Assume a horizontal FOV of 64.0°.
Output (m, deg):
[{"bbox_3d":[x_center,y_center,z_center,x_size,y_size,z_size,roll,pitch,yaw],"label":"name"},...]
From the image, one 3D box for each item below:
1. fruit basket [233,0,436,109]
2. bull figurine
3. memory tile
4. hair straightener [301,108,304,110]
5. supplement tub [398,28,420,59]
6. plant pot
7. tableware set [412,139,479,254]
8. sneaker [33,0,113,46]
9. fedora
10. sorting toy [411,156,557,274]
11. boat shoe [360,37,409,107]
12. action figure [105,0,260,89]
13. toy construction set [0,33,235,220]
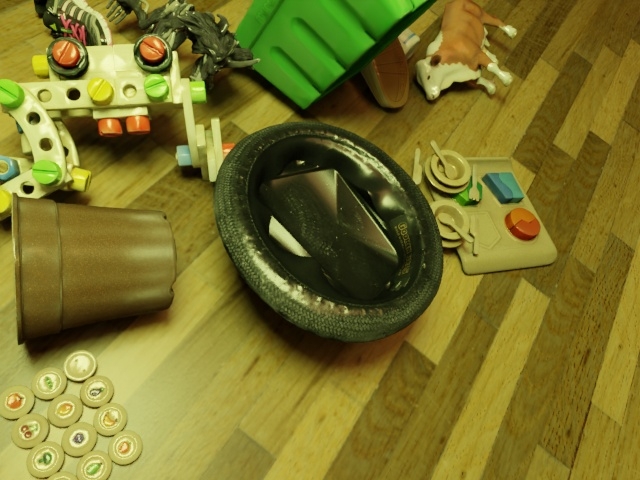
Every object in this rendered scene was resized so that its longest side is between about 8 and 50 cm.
[{"bbox_3d":[-0.007,-0.448,0.780,0.392,0.392,0.283,44,61,6],"label":"fruit basket"},{"bbox_3d":[0.309,-0.400,1.087,0.188,0.101,0.311,27,59,-10],"label":"bull figurine"},{"bbox_3d":[-0.281,0.208,0.577,0.113,0.012,0.148,-28,75,-31],"label":"memory tile"},{"bbox_3d":[-0.030,-0.339,0.962,0.088,0.047,0.231,14,63,-13],"label":"hair straightener"},{"bbox_3d":[0.143,-0.417,1.048,0.107,0.071,0.071,43,57,5],"label":"supplement tub"},{"bbox_3d":[-0.266,0.029,0.602,0.165,0.167,0.167,-2,63,-30],"label":"plant pot"},{"bbox_3d":[0.219,-0.080,0.872,0.128,0.039,0.194,13,62,-7],"label":"tableware set"},{"bbox_3d":[-0.392,-0.341,0.809,0.074,0.063,0.170,-33,73,-32],"label":"sneaker"},{"bbox_3d":[0.000,0.000,0.714,0.333,0.153,0.334,9,57,-14],"label":"fedora"},{"bbox_3d":[0.268,-0.054,0.912,0.306,0.041,0.229,-5,64,-23],"label":"sorting toy"},{"bbox_3d":[0.088,-0.380,0.997,0.098,0.096,0.277,-19,91,-41],"label":"boat shoe"},{"bbox_3d":[-0.212,-0.300,0.792,0.275,0.141,0.164,41,18,32],"label":"action figure"},{"bbox_3d":[-0.268,-0.147,0.678,0.327,0.151,0.215,-7,92,-25],"label":"toy construction set"}]
